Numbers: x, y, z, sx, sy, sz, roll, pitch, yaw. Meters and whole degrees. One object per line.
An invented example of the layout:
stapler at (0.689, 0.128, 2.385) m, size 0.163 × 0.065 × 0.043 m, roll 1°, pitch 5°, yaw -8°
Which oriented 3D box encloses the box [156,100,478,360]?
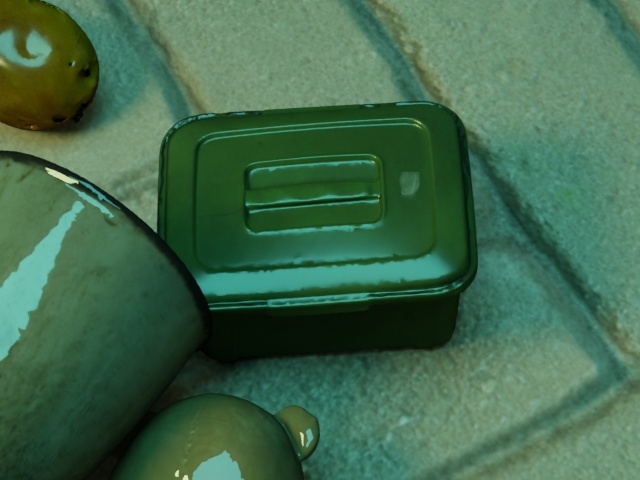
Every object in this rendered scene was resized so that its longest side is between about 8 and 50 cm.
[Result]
box at (0.000, 0.000, 1.919) m, size 0.329 × 0.178 × 0.252 m, roll -4°, pitch 54°, yaw 4°

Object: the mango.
mango at (-0.372, -0.224, 2.106) m, size 0.249 × 0.151 × 0.156 m, roll 34°, pitch 99°, yaw 20°

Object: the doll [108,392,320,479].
doll at (-0.124, 0.297, 1.726) m, size 0.235 × 0.174 × 0.330 m, roll -4°, pitch 55°, yaw 17°

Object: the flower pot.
flower pot at (-0.308, 0.125, 1.726) m, size 0.294 × 0.293 × 0.330 m, roll 25°, pitch 60°, yaw 19°
